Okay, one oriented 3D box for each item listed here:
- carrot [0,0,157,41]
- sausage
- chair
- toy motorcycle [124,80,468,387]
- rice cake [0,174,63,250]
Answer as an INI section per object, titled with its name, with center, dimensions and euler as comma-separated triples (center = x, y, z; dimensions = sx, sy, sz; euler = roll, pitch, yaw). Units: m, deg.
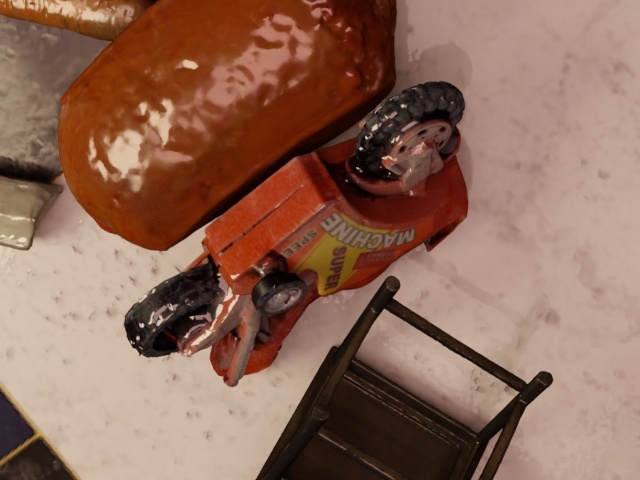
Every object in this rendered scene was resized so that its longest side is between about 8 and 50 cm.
[carrot]
center = -0.210, -0.181, 1.208
dimensions = 0.191, 0.047, 0.047
euler = 13, 104, 8
[sausage]
center = -0.067, -0.105, 1.148
dimensions = 0.268, 0.153, 0.141
euler = -37, 86, 13
[chair]
center = 0.042, 0.164, 1.211
dimensions = 0.155, 0.141, 0.260
euler = 32, 148, 0
[toy motorcycle]
center = -0.002, -0.001, 1.165
dimensions = 0.298, 0.171, 0.089
euler = -39, 70, 17
[rice cake]
center = -0.325, -0.040, 1.248
dimensions = 0.256, 0.052, 0.057
euler = 11, 74, 4
